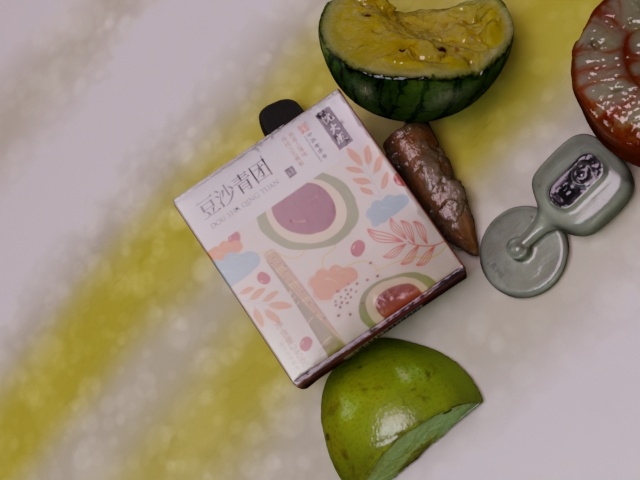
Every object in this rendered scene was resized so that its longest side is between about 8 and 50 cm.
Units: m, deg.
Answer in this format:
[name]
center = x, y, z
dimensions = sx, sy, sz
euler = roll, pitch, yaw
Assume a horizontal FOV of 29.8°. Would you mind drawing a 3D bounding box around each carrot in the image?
[carrot]
center = 0.205, -0.082, 2.089
dimensions = 0.102, 0.102, 0.263
euler = -34, 72, 19

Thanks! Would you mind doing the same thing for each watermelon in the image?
[watermelon]
center = 0.164, -0.301, 2.065
dimensions = 0.331, 0.189, 0.330
euler = -4, 46, 4

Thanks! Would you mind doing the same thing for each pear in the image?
[pear]
center = 0.092, 0.268, 2.053
dimensions = 0.288, 0.139, 0.239
euler = -44, 52, 15

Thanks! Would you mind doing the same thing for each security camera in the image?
[security camera]
center = 0.378, -0.036, 1.986
dimensions = 0.301, 0.080, 0.157
euler = -48, 62, 15

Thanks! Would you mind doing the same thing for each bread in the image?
[bread]
center = 0.556, -0.257, 1.883
dimensions = 0.328, 0.114, 0.295
euler = 21, 80, 25

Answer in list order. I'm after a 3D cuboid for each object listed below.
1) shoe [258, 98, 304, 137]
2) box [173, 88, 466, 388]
[shoe]
center = -0.037, -0.158, 2.234
dimensions = 0.108, 0.093, 0.241
euler = -23, 52, -5
[box]
center = 0.000, 0.000, 2.056
dimensions = 0.345, 0.122, 0.385
euler = -35, 81, 1
